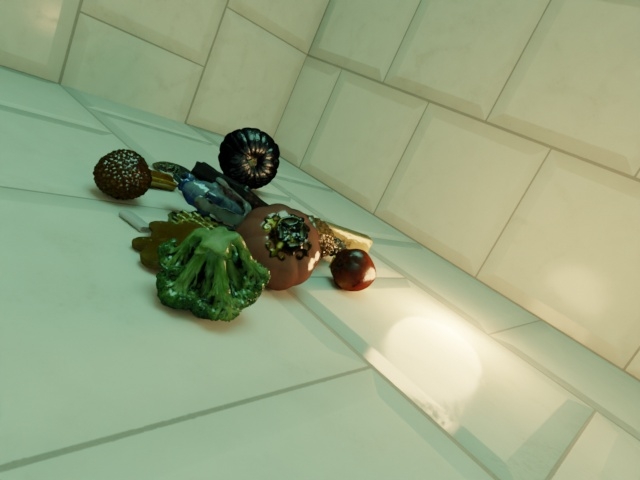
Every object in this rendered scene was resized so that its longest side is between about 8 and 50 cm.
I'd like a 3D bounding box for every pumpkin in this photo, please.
[{"bbox_3d":[-0.409,-0.477,2.578,0.363,0.364,0.266,20,10,-20],"label":"pumpkin"}]

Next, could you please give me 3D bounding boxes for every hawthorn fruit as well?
[{"bbox_3d":[0.144,0.128,1.810,0.202,0.185,0.185,30,9,-39],"label":"hawthorn fruit"}]

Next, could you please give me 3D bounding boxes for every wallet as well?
[{"bbox_3d":[-0.623,-0.065,1.500,0.122,0.025,0.061,32,10,24],"label":"wallet"}]

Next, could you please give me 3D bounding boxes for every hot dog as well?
[{"bbox_3d":[-0.721,-0.265,1.938,0.235,0.062,0.092,12,35,-55],"label":"hot dog"}]

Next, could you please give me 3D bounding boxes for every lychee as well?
[{"bbox_3d":[-0.719,-0.245,1.638,0.200,0.200,0.238,30,28,18],"label":"lychee"}]

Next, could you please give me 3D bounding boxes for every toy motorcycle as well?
[{"bbox_3d":[-0.421,-0.169,1.765,0.319,0.182,0.241,29,-17,-38],"label":"toy motorcycle"}]

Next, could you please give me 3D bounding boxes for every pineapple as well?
[{"bbox_3d":[0.000,0.000,1.939,0.202,0.202,0.362,35,14,33],"label":"pineapple"}]

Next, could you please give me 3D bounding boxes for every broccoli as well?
[{"bbox_3d":[-0.279,0.081,1.170,0.294,0.246,0.265,-3,42,-11],"label":"broccoli"}]

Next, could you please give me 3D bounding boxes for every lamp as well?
[{"bbox_3d":[-0.136,0.013,1.491,0.305,0.306,0.239,21,-28,-17],"label":"lamp"}]

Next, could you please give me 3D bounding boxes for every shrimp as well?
[{"bbox_3d":[-0.719,-0.339,2.218,0.295,0.058,0.169,29,22,28],"label":"shrimp"}]

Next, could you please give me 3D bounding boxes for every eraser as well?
[{"bbox_3d":[0.082,0.002,2.165,0.343,0.144,0.078,17,19,-26],"label":"eraser"}]

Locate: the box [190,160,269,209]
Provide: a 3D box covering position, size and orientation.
[{"bbox_3d":[-0.399,-0.222,2.068,0.350,0.091,0.359,29,-5,18],"label":"box"}]

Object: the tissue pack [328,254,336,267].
[{"bbox_3d":[0.134,0.131,1.967,0.176,0.062,0.095,32,19,21],"label":"tissue pack"}]

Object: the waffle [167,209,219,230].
[{"bbox_3d":[-0.449,-0.035,1.609,0.223,0.054,0.204,13,31,-38],"label":"waffle"}]

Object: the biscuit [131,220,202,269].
[{"bbox_3d":[-0.476,0.013,1.374,0.196,0.049,0.302,2,24,-8],"label":"biscuit"}]
